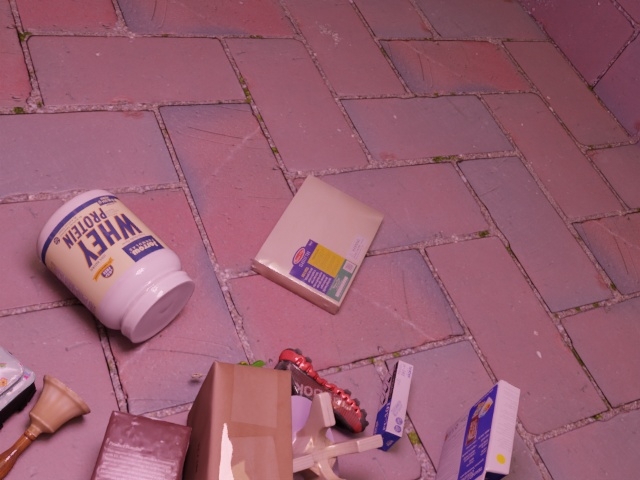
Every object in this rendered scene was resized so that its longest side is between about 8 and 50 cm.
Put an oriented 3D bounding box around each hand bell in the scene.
[{"bbox_3d":[-0.606,0.408,1.447,0.126,0.126,0.242,35,59,6],"label":"hand bell"}]

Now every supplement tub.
[{"bbox_3d":[-0.482,0.062,1.674,0.325,0.235,0.235,42,49,12],"label":"supplement tub"}]

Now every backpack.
[{"bbox_3d":[-0.711,0.287,1.460,0.188,0.144,0.166,33,53,12],"label":"backpack"}]

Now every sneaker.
[{"bbox_3d":[-0.014,0.390,1.707,0.276,0.097,0.135,39,54,6],"label":"sneaker"}]

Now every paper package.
[{"bbox_3d":[-0.178,0.455,1.438,0.168,0.309,0.324,11,51,-18],"label":"paper package"}]

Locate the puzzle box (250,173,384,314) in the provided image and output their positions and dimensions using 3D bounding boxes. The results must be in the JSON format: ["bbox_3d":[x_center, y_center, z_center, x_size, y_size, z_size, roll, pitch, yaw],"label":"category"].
[{"bbox_3d":[0.000,0.000,2.057,0.272,0.052,0.408,30,48,1],"label":"puzzle box"}]

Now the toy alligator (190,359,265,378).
[{"bbox_3d":[-0.220,0.330,1.699,0.190,0.056,0.051,-7,97,-28],"label":"toy alligator"}]

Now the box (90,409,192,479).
[{"bbox_3d":[-0.375,0.484,1.426,0.169,0.167,0.203,17,48,-10],"label":"box"}]

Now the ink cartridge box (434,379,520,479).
[{"bbox_3d":[0.346,0.518,1.620,0.072,0.303,0.307,25,48,-2],"label":"ink cartridge box"}]

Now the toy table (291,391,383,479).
[{"bbox_3d":[-0.006,0.472,1.538,0.252,0.161,0.274,-18,85,-36],"label":"toy table"}]

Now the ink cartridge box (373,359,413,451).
[{"bbox_3d":[0.182,0.414,1.771,0.046,0.097,0.207,22,48,-5],"label":"ink cartridge box"}]
